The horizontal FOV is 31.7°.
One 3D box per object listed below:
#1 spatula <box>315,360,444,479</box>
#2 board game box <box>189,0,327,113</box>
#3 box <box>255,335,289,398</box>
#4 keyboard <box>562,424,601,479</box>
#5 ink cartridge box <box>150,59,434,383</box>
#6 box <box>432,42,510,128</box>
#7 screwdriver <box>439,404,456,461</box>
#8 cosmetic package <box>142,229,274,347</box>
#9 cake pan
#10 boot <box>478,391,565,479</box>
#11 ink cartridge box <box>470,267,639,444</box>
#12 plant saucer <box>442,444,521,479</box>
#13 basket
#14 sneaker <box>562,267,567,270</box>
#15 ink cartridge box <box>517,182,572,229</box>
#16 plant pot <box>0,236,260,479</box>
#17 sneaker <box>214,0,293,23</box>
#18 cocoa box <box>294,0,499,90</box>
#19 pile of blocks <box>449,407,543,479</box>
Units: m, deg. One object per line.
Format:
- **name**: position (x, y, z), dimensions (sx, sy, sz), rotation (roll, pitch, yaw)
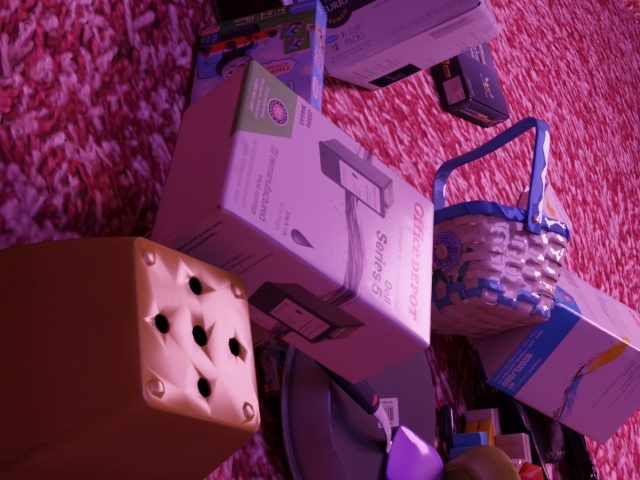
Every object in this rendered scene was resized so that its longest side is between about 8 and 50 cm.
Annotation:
- **spatula**: position (0.065, 0.202, 1.275), dimensions (0.296, 0.030, 0.084), rotation (55, 40, -34)
- **board game box**: position (-0.075, -0.190, 1.345), dimensions (0.039, 0.160, 0.212), rotation (59, 26, -48)
- **box**: position (-0.024, 0.145, 1.335), dimensions (0.137, 0.027, 0.094), rotation (23, 49, -51)
- **keyboard**: position (0.422, 0.328, 1.891), dimensions (0.201, 0.033, 0.317), rotation (41, 29, -82)
- **ink cartridge box**: position (-0.016, -0.013, 1.117), dimensions (0.273, 0.114, 0.198), rotation (35, 43, -29)
- **box**: position (0.267, -0.339, 2.114), dimensions (0.183, 0.059, 0.233), rotation (12, 61, -57)
- **screwdriver**: position (0.178, 0.312, 1.572), dimensions (0.024, 0.025, 0.170), rotation (31, 54, -47)
- **cosmetic package**: position (-0.053, 0.002, 1.255), dimensions (0.160, 0.113, 0.309), rotation (58, 35, -1)
- **cake pan**: position (0.056, 0.202, 1.342), dimensions (0.293, 0.054, 0.293), rotation (18, 68, -55)
- **boot**: position (0.337, 0.336, 1.740), dimensions (0.229, 0.091, 0.263), rotation (11, 65, -61)
- **ink cartridge box**: position (0.374, 0.162, 1.714), dimensions (0.232, 0.168, 0.171), rotation (29, 21, -18)
- **plant saucer**: position (0.165, 0.358, 1.329), dimensions (0.037, 0.241, 0.241), rotation (14, 53, -19)
- **basket**: position (0.239, -0.015, 1.634), dimensions (0.201, 0.255, 0.289), rotation (20, 64, -22)
- **sneaker**: position (0.336, 0.127, 1.899), dimensions (0.232, 0.090, 0.081), rotation (-40, 107, -37)
- **ink cartridge box**: position (0.431, -0.039, 2.173), dimensions (0.104, 0.061, 0.181), rotation (59, 30, -16)
- **plant pot**: position (-0.171, 0.109, 0.958), dimensions (0.212, 0.187, 0.212), rotation (26, 50, -49)
- **sneaker**: position (-0.090, -0.359, 1.493), dimensions (0.290, 0.106, 0.123), rotation (62, 32, -6)
- **cocoa box**: position (0.101, -0.370, 1.615), dimensions (0.228, 0.231, 0.347), rotation (68, 14, 2)
- **pile of blocks**: position (0.235, 0.348, 1.505), dimensions (0.362, 0.112, 0.149), rotation (-76, 149, -47)
